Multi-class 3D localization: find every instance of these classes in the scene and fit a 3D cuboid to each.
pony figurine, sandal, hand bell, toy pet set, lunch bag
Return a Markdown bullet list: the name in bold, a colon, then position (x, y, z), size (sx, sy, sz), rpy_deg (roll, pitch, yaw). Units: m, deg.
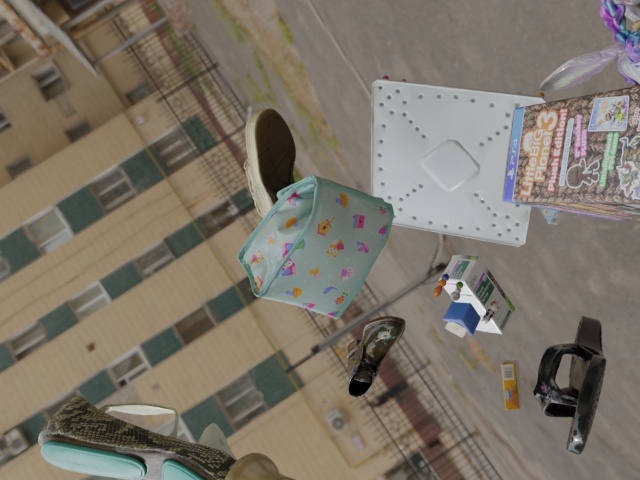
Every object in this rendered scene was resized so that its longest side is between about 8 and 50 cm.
- **pony figurine**: position (0.665, -0.386, 1.470), size (0.363, 0.303, 0.351), rpy_deg (52, 163, 13)
- **sandal**: position (0.449, 0.252, 1.292), size (0.446, 0.107, 0.167), rpy_deg (-23, -57, -69)
- **hand bell**: position (-0.013, 0.373, 0.997), size (0.242, 0.126, 0.126), rpy_deg (-8, 124, 39)
- **toy pet set**: position (0.270, 0.117, 1.331), size (0.122, 0.114, 0.065), rpy_deg (29, 149, 11)
- **lunch bag**: position (0.000, 0.000, 1.406), size (0.224, 0.262, 0.160), rpy_deg (19, -156, -37)

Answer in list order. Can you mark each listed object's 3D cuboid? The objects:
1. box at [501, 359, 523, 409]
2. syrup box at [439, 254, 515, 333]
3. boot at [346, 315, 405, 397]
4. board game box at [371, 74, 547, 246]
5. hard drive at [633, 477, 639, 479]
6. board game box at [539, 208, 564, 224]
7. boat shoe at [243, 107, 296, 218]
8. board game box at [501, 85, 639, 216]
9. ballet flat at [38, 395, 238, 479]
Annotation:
- **box**: position (0.349, 0.260, 1.288), size (0.136, 0.028, 0.081), rpy_deg (24, -119, -72)
- **syrup box**: position (0.439, 0.151, 1.982), size (0.096, 0.093, 0.237), rpy_deg (3, 141, 48)
- **boot**: position (0.109, 0.231, 1.400), size (0.219, 0.082, 0.106), rpy_deg (121, 161, -55)
- **board game box**: position (0.314, -0.188, 1.684), size (0.390, 0.050, 0.389), rpy_deg (11, 128, 18)
- **hard drive**: position (0.382, 0.325, 0.857), size (0.254, 0.172, 0.054), rpy_deg (-49, 49, 45)
- **board game box**: position (0.546, -0.128, 1.621), size (0.103, 0.026, 0.154), rpy_deg (-101, 23, -51)
- **boat shoe**: position (-0.111, -0.141, 1.436), size (0.098, 0.109, 0.302), rpy_deg (26, 147, 30)
- **board game box**: position (0.432, -0.104, 0.948), size (0.291, 0.232, 0.141), rpy_deg (-172, 89, -66)
- **ballet flat**: position (-0.305, 0.415, 1.398), size (0.483, 0.182, 0.164), rpy_deg (18, 133, 7)
